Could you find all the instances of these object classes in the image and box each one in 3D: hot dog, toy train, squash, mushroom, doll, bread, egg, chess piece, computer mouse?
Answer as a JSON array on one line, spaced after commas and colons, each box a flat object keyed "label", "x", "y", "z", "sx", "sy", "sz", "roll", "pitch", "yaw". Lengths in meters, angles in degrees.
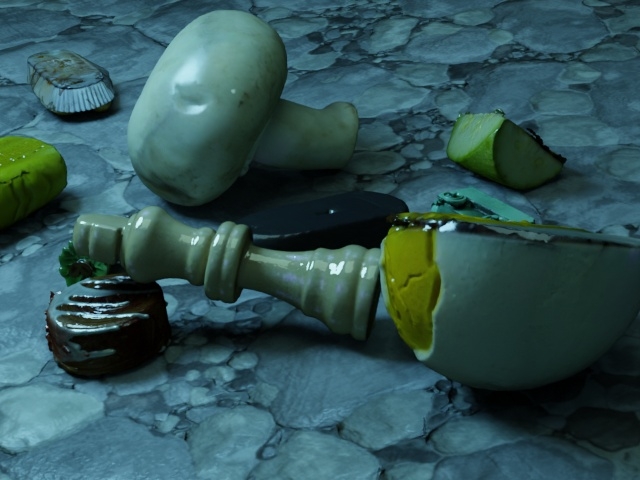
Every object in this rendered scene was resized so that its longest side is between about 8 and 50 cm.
[{"label": "hot dog", "x": -0.462, "y": -0.291, "z": 2.436, "sx": 0.144, "sy": 0.075, "sz": 0.268, "roll": -12, "pitch": 25, "yaw": -20}, {"label": "toy train", "x": 0.227, "y": -0.023, "z": 1.820, "sx": 0.099, "sy": 0.070, "sz": 0.172, "roll": -11, "pitch": 28, "yaw": -32}, {"label": "squash", "x": 0.230, "y": -0.159, "z": 2.021, "sx": 0.169, "sy": 0.093, "sz": 0.252, "roll": 30, "pitch": 2, "yaw": -42}, {"label": "mushroom", "x": -0.143, "y": -0.218, "z": 2.014, "sx": 0.356, "sy": 0.315, "sz": 0.315, "roll": -29, "pitch": 35, "yaw": -23}, {"label": "doll", "x": -0.318, "y": 0.016, "z": 1.841, "sx": 0.078, "sy": 0.076, "sz": 0.113, "roll": -7, "pitch": 26, "yaw": 16}, {"label": "bread", "x": -0.272, "y": 0.104, "z": 1.675, "sx": 0.160, "sy": 0.073, "sz": 0.160, "roll": -5, "pitch": 29, "yaw": 3}, {"label": "egg", "x": 0.221, "y": 0.072, "z": 1.503, "sx": 0.337, "sy": 0.201, "sz": 0.337, "roll": 5, "pitch": 5, "yaw": -1}, {"label": "chess piece", "x": -0.119, "y": 0.025, "z": 1.652, "sx": 0.397, "sy": 0.117, "sz": 0.117, "roll": 13, "pitch": 31, "yaw": 7}, {"label": "computer mouse", "x": 0.000, "y": 0.000, "z": 1.798, "sx": 0.270, "sy": 0.086, "sz": 0.137, "roll": -14, "pitch": 23, "yaw": -31}, {"label": "bread", "x": -0.552, "y": -0.046, "z": 1.962, "sx": 0.166, "sy": 0.112, "sz": 0.383, "roll": 21, "pitch": 37, "yaw": 36}]
